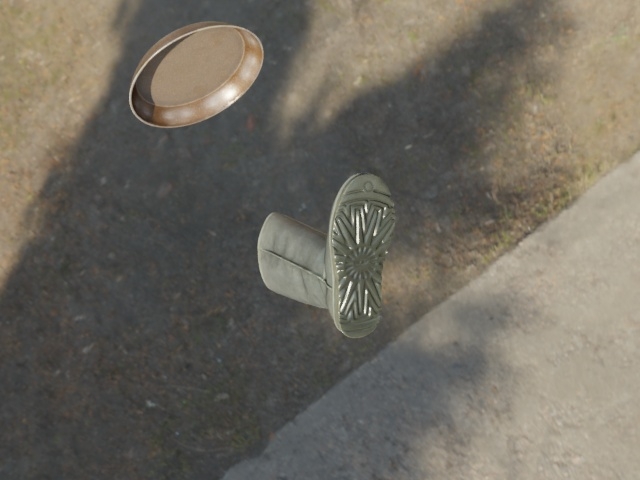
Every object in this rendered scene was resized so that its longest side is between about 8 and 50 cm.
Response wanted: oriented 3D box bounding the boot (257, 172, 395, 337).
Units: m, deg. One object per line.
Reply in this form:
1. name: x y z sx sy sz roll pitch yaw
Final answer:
1. boot: -0.002 -0.001 0.906 0.208 0.076 0.189 -143 59 -62

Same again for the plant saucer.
1. plant saucer: -0.147 -0.196 0.931 0.168 0.168 0.029 -30 70 3
